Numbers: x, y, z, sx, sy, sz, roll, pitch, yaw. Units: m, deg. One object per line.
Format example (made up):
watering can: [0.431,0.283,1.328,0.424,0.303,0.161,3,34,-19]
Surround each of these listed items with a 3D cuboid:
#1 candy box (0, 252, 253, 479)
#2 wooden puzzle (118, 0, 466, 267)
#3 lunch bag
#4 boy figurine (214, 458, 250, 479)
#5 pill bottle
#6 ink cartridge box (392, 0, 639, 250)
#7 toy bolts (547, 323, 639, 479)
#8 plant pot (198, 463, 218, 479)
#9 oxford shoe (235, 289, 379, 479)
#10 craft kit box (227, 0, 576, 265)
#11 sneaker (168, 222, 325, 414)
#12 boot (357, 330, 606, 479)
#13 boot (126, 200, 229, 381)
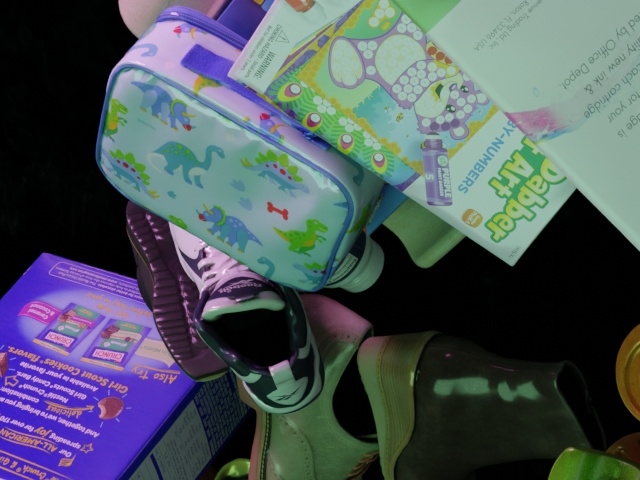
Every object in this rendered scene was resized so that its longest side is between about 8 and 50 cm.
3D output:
candy box: [-0.249,0.182,1.827,0.268,0.317,0.122,16,139,31]
wooden puzzle: [0.010,-0.142,1.427,0.348,0.080,0.322,41,146,-2]
lunch bag: [-0.057,-0.069,1.431,0.219,0.090,0.176,29,147,7]
boy figurine: [-0.047,0.339,1.930,0.177,0.285,0.092,-14,131,-2]
pill bottle: [0.000,0.000,1.581,0.067,0.067,0.120,4,161,41]
ink cartridge box: [0.216,-0.127,1.136,0.353,0.119,0.207,45,111,-6]
toy bolts: [0.330,0.175,1.489,0.228,0.158,0.218,26,104,36]
plant pot: [-0.244,0.325,2.064,0.267,0.267,0.235,9,123,37]
oxford shoe: [0.010,0.194,1.776,0.130,0.123,0.348,16,139,27]
craft kit box: [0.100,-0.141,1.274,0.247,0.061,0.250,32,125,-4]
sneaker: [-0.069,0.031,1.597,0.153,0.094,0.235,79,173,-77]
boot: [0.152,0.181,1.656,0.207,0.090,0.248,7,139,33]
boot: [-0.126,0.066,1.752,0.137,0.077,0.198,97,158,-57]
